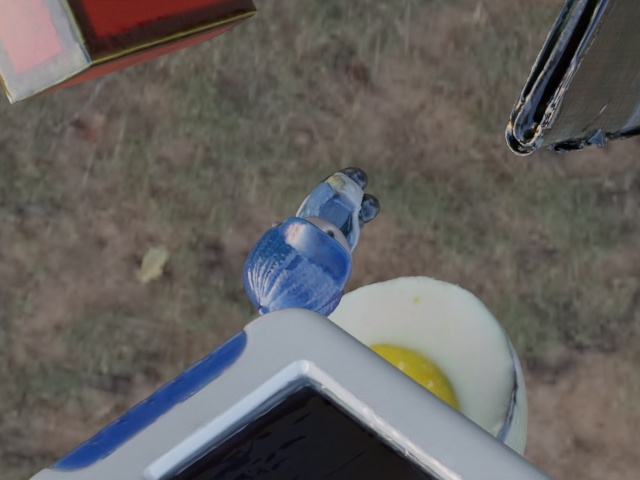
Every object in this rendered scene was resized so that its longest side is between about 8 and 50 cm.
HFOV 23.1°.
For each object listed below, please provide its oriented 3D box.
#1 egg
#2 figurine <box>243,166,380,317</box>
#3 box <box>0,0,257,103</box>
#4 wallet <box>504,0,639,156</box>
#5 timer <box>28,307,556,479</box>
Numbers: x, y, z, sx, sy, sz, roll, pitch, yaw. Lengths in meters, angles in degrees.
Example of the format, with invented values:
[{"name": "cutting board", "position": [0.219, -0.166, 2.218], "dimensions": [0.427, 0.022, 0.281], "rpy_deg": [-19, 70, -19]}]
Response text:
[{"name": "egg", "position": [0.105, 0.213, 1.735], "dimensions": [0.337, 0.337, 0.201], "rpy_deg": [-23, 147, 25]}, {"name": "figurine", "position": [-0.008, 0.002, 1.057], "dimensions": [0.079, 0.136, 0.077], "rpy_deg": [-18, 113, 18]}, {"name": "box", "position": [-0.141, -0.204, 0.816], "dimensions": [0.074, 0.153, 0.239], "rpy_deg": [-21, 95, 40]}, {"name": "wallet", "position": [0.246, -0.143, 1.047], "dimensions": [0.044, 0.317, 0.169], "rpy_deg": [40, 121, 28]}, {"name": "timer", "position": [0.001, 0.140, 0.635], "dimensions": [0.178, 0.253, 0.078], "rpy_deg": [-34, 129, -20]}]
